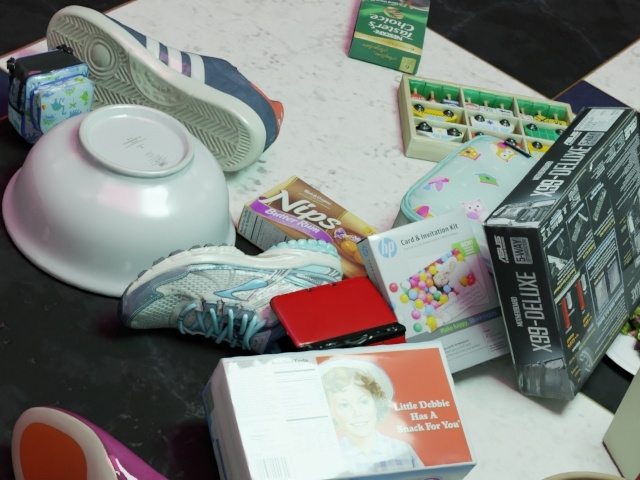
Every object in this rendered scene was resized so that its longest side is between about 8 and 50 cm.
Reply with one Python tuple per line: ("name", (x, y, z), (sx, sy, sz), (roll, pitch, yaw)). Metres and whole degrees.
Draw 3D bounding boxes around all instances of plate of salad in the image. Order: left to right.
("plate of salad", (0.442, 0.116, 2.043), (0.199, 0.048, 0.200), (11, 37, -9))

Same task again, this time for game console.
("game console", (0.019, 0.122, 1.836), (0.144, 0.124, 0.085), (-12, 24, -32))

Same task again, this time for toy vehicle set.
("toy vehicle set", (0.249, -0.163, 2.326), (0.266, 0.035, 0.166), (9, 38, -11))

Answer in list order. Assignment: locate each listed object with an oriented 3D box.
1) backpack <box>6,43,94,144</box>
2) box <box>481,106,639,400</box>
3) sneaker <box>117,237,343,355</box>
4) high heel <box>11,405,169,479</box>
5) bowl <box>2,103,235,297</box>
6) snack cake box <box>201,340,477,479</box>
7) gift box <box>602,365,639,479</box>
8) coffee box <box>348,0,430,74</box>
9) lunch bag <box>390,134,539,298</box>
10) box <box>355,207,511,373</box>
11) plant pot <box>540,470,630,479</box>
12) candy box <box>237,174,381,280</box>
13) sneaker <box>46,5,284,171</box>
("backpack", (-0.350, -0.179, 2.049), (0.105, 0.114, 0.084), (-21, 52, -35))
("box", (0.319, 0.010, 1.951), (0.076, 0.242, 0.307), (4, 33, 34))
("sneaker", (-0.093, 0.074, 1.843), (0.283, 0.110, 0.122), (-9, 61, -22))
("high heel", (-0.155, 0.292, 1.580), (0.377, 0.127, 0.181), (41, 15, 34))
("bowl", (-0.236, -0.074, 1.948), (0.297, 0.134, 0.298), (10, 38, -8))
("snack cake box", (0.019, 0.201, 1.706), (0.264, 0.089, 0.152), (-2, 59, -23))
("gift box", (0.507, 0.201, 1.790), (0.276, 0.258, 0.255), (-6, 43, -25))
("coffee box", (0.110, -0.333, 2.480), (0.113, 0.040, 0.184), (16, 37, -1))
("lunch bag", (0.236, -0.019, 2.081), (0.224, 0.108, 0.279), (32, 40, 19))
("box", (0.140, 0.068, 1.904), (0.145, 0.038, 0.186), (-16, 81, -28))
("plant pot", (0.290, 0.360, 1.628), (0.237, 0.110, 0.237), (10, 38, -8))
("candy box", (0.000, 0.000, 2.013), (0.186, 0.053, 0.109), (36, 41, 21))
("sneaker", (-0.205, -0.216, 2.157), (0.350, 0.131, 0.148), (33, 33, 11))
